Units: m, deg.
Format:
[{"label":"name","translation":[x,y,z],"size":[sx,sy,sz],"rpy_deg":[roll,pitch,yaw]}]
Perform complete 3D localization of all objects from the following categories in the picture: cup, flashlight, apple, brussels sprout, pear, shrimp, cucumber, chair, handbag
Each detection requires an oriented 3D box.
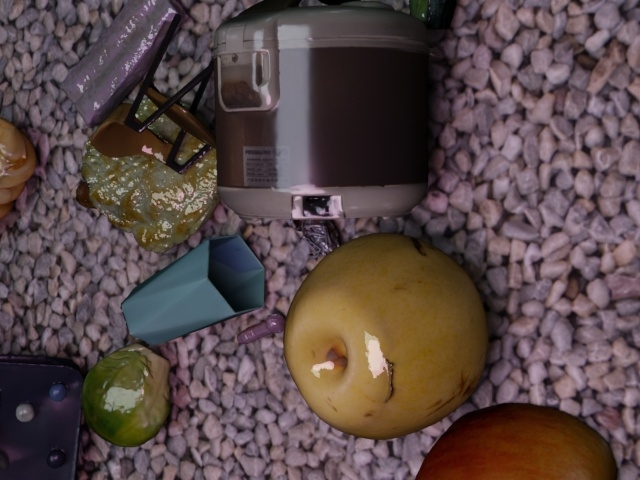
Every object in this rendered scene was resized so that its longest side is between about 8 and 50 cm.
[{"label":"cup","translation":[-0.224,0.096,1.720],"size":[0.235,0.148,0.134],"rpy_deg":[-26,77,32]},{"label":"flashlight","translation":[-0.097,0.147,1.712],"size":[0.110,0.052,0.031],"rpy_deg":[-25,45,33]},{"label":"apple","translation":[0.255,0.379,1.480],"size":[0.346,0.254,0.179],"rpy_deg":[-24,122,28]},{"label":"brussels sprout","translation":[-0.341,0.269,1.789],"size":[0.161,0.144,0.181],"rpy_deg":[6,73,47]},{"label":"pear","translation":[0.088,0.141,1.467],"size":[0.309,0.309,0.309],"rpy_deg":[2,94,28]},{"label":"shrimp","translation":[0.000,0.000,1.637],"size":[0.065,0.056,0.165],"rpy_deg":[-33,67,10]},{"label":"cucumber","translation":[0.176,-0.409,1.505],"size":[0.115,0.085,0.193],"rpy_deg":[-144,62,-69]},{"label":"chair","translation":[-0.233,-0.211,1.646],"size":[0.172,0.159,0.247],"rpy_deg":[30,81,26]},{"label":"handbag","translation":[-0.578,0.374,1.857],"size":[0.118,0.269,0.326],"rpy_deg":[-163,77,-72]}]

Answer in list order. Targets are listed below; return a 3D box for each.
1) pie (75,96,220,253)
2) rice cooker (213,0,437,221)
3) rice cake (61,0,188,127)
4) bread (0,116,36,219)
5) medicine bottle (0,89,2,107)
[{"label":"pie","translation":[-0.288,-0.122,1.761],"size":[0.274,0.105,0.257],"rpy_deg":[33,98,22]},{"label":"rice cooker","translation":[-0.005,-0.198,1.474],"size":[0.335,0.335,0.325],"rpy_deg":[3,98,28]},{"label":"rice cake","translation":[-0.351,-0.335,1.810],"size":[0.298,0.050,0.106],"rpy_deg":[-44,73,23]},{"label":"bread","translation":[-0.660,-0.106,1.951],"size":[0.311,0.121,0.173],"rpy_deg":[-42,77,24]},{"label":"medicine bottle","translation":[-0.675,-0.264,1.953],"size":[0.055,0.118,0.074],"rpy_deg":[21,102,27]}]
